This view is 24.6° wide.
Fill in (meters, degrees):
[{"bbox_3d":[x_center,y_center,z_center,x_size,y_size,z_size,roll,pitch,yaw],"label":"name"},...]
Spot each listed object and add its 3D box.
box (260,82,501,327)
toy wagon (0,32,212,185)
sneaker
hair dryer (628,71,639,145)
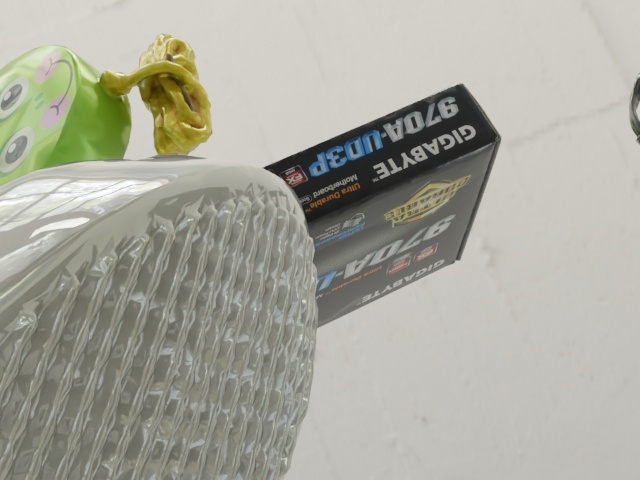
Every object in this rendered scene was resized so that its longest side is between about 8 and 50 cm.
[{"bbox_3d":[0.000,0.000,0.951,0.220,0.175,0.051,-24,-113,-16],"label":"box"},{"bbox_3d":[-0.190,0.023,0.579,0.344,0.068,0.267,-38,-140,19],"label":"toy wagon"},{"bbox_3d":[-0.130,0.051,0.342,0.150,0.135,0.366,12,-161,26],"label":"sneaker"},{"bbox_3d":[0.288,0.032,0.852,0.223,0.080,0.293,7,-133,-14],"label":"hair dryer"}]
